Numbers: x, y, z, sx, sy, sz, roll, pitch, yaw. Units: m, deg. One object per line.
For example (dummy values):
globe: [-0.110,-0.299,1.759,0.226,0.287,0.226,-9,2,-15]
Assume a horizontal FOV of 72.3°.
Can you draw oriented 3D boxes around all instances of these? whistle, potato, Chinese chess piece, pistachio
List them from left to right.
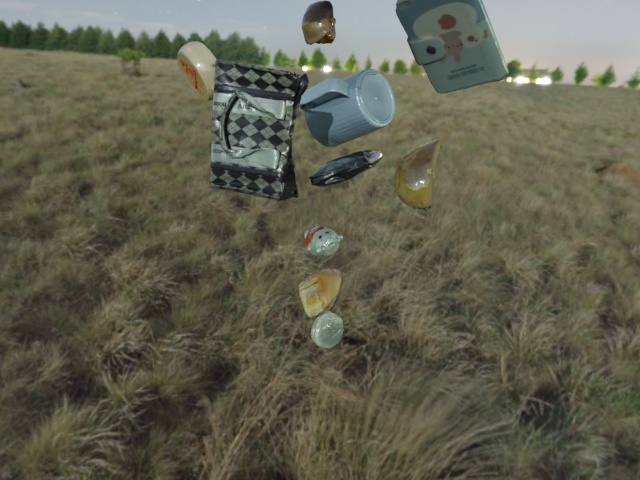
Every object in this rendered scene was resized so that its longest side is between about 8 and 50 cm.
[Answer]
Chinese chess piece: [-0.521,-0.735,1.916,0.097,0.250,0.251,-38,38,-19]
pistachio: [-0.006,-0.814,1.641,0.131,0.165,0.210,15,39,-43]
whistle: [0.002,0.001,1.497,0.102,0.105,0.253,2,4,-17]
potato: [0.309,-0.229,1.434,0.138,0.243,0.098,7,-9,25]

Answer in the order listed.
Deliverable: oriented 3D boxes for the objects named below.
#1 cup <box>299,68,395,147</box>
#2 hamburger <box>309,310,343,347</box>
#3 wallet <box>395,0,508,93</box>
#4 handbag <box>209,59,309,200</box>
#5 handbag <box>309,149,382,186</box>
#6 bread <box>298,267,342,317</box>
cup: [0.108,-0.584,1.861,0.311,0.331,0.256,-7,49,47]
hamburger: [0.021,0.319,1.569,0.140,0.133,0.062,29,-11,-38]
wallet: [0.386,-0.599,1.305,0.252,0.360,0.083,0,56,42]
handbag: [-0.198,-0.349,1.410,0.317,0.416,0.180,14,18,27]
handbag: [0.088,-0.234,1.396,0.192,0.075,0.332,-16,9,20]
bread: [-0.014,0.204,1.977,0.174,0.133,0.251,-30,29,36]
